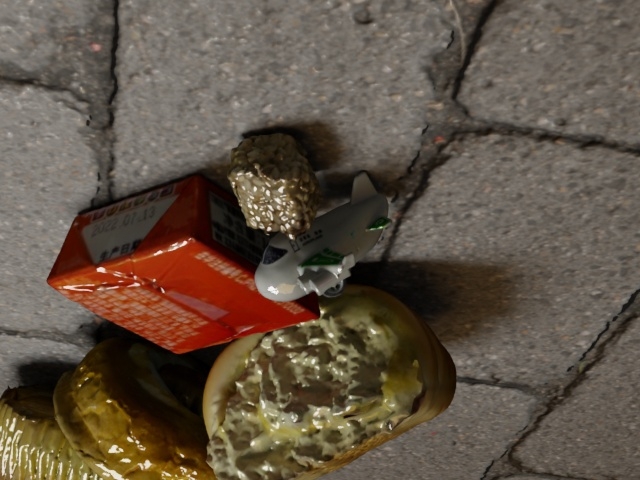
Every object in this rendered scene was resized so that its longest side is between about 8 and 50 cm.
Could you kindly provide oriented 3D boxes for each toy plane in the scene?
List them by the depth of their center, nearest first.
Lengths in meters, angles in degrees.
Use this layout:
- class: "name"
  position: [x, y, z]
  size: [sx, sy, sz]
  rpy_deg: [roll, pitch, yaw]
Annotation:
- class: "toy plane"
  position: [0.001, 0.003, 1.568]
  size: [0.174, 0.174, 0.080]
  rpy_deg: [-15, 121, 33]

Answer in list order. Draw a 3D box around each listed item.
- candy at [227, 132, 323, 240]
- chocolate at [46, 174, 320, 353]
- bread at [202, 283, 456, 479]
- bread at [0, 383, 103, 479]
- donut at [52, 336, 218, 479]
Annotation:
- class: "candy"
  position: [-0.046, -0.059, 1.520]
  size: [0.095, 0.085, 0.110]
  rpy_deg: [0, 143, 23]
- class: "chocolate"
  position: [-0.155, 0.033, 1.685]
  size: [0.235, 0.108, 0.237]
  rpy_deg: [-16, 145, 35]
- class: "bread"
  position: [0.010, 0.177, 1.809]
  size: [0.316, 0.211, 0.270]
  rpy_deg: [-26, 168, 15]
- class: "bread"
  position: [-0.363, 0.305, 2.121]
  size: [0.254, 0.142, 0.227]
  rpy_deg: [11, -170, 0]
- class: "donut"
  position: [-0.198, 0.258, 1.957]
  size: [0.330, 0.330, 0.160]
  rpy_deg: [29, 115, -39]
